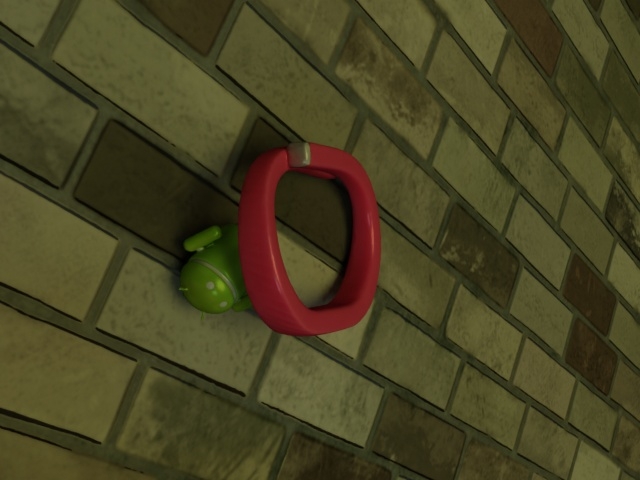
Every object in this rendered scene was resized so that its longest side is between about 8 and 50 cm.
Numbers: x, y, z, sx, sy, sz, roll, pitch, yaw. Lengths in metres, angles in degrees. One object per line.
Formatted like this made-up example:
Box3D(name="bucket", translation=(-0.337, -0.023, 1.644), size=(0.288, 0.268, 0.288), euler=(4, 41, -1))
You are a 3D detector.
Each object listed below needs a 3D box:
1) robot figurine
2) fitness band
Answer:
Box3D(name="robot figurine", translation=(-0.100, 0.029, 0.816), size=(0.115, 0.067, 0.101), euler=(-49, 119, -32))
Box3D(name="fitness band", translation=(0.000, 0.000, 0.876), size=(0.291, 0.054, 0.209), euler=(1, 85, -65))
